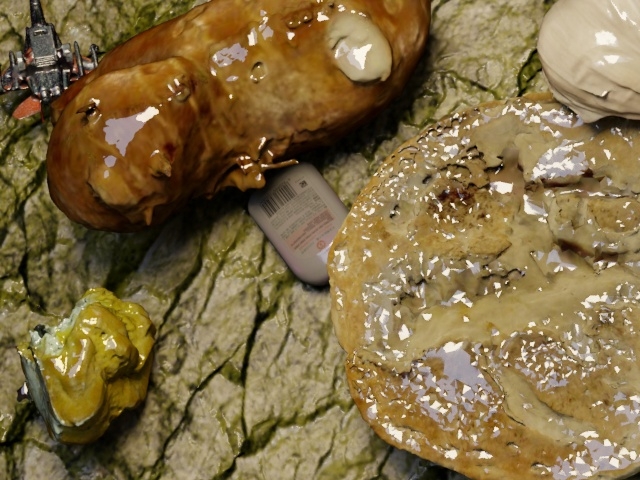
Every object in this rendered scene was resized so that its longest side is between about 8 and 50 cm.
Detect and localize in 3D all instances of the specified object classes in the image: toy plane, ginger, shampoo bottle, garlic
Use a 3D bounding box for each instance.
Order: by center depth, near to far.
[{"bbox_3d":[0.304,-0.206,1.271,0.229,0.143,0.178,-25,47,-20],"label":"garlic"},{"bbox_3d":[-0.086,-0.131,1.378,0.418,0.176,0.254,-19,30,12],"label":"ginger"},{"bbox_3d":[0.000,0.000,1.396,0.080,0.040,0.165,-38,63,1],"label":"shampoo bottle"},{"bbox_3d":[-0.299,-0.209,1.573,0.130,0.061,0.189,-12,63,-8],"label":"toy plane"}]

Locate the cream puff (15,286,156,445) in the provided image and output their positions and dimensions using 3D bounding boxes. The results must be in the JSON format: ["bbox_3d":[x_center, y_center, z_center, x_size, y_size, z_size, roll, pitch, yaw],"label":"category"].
[{"bbox_3d":[-0.216,0.117,1.391,0.156,0.156,0.121,-35,94,7],"label":"cream puff"}]

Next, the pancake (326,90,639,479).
[{"bbox_3d":[0.193,0.040,1.284,0.387,0.082,0.387,-5,69,14],"label":"pancake"}]
